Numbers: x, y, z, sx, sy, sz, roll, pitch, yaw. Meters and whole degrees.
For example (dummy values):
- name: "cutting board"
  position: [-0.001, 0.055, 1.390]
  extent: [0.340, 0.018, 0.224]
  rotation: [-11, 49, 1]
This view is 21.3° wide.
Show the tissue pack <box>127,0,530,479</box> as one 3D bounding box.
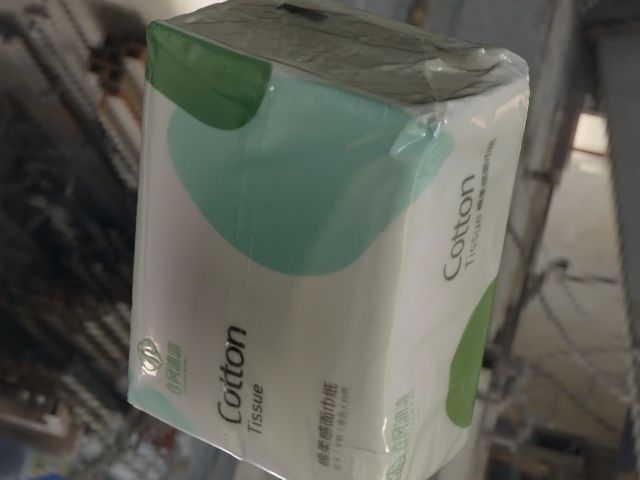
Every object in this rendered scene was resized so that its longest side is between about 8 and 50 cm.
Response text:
- name: "tissue pack"
  position: [-0.001, 0.001, 1.351]
  extent: [0.266, 0.356, 0.194]
  rotation: [22, -150, 28]
